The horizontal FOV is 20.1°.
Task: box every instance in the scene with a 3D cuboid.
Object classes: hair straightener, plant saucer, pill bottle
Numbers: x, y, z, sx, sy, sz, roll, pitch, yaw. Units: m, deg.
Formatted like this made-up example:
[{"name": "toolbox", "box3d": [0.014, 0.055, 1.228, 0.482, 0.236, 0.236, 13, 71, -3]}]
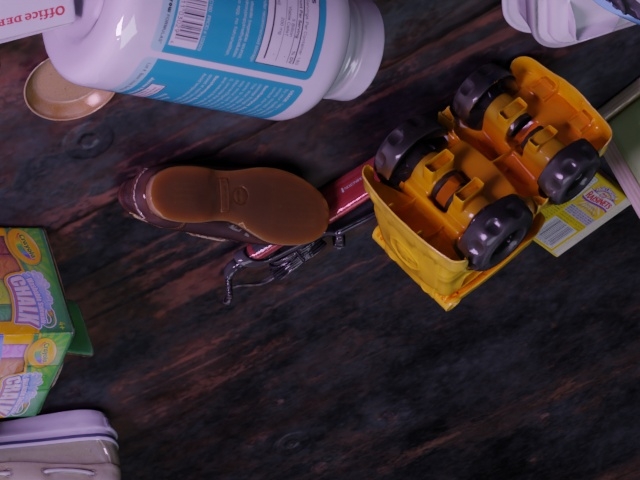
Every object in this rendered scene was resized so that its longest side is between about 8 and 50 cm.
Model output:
[{"name": "hair straightener", "box3d": [0.000, 0.000, 1.797, 0.230, 0.047, 0.089, -36, 144, 8]}, {"name": "plant saucer", "box3d": [-0.213, -0.136, 1.534, 0.083, 0.015, 0.083, -15, 143, -12]}, {"name": "pill bottle", "box3d": [-0.079, -0.176, 1.446, 0.264, 0.146, 0.146, 8, 134, -36]}]

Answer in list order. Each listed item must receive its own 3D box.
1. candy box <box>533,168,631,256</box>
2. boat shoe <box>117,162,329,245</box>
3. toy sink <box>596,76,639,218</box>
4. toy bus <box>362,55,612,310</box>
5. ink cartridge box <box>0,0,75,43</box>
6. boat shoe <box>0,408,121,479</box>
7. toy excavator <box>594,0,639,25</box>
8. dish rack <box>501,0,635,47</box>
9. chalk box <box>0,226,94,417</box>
[{"name": "candy box", "box3d": [0.237, -0.053, 1.885, 0.105, 0.027, 0.206, -39, 142, 16]}, {"name": "boat shoe", "box3d": [-0.091, -0.036, 1.695, 0.207, 0.073, 0.073, 12, 169, -35]}, {"name": "toy sink", "box3d": [0.408, -0.117, 1.793, 0.234, 0.153, 0.131, -37, 142, 20]}, {"name": "toy bus", "box3d": [0.158, -0.037, 1.736, 0.220, 0.149, 0.211, -38, 156, -18]}, {"name": "ink cartridge box", "box3d": [-0.236, -0.213, 1.334, 0.088, 0.052, 0.122, -18, 117, -30]}, {"name": "boat shoe", "box3d": [-0.354, 0.251, 1.884, 0.302, 0.094, 0.109, -12, 143, -13]}, {"name": "toy excavator", "box3d": [0.401, -0.339, 1.410, 0.445, 0.222, 0.433, 17, 111, -37]}, {"name": "dish rack", "box3d": [0.322, -0.297, 1.586, 0.333, 0.072, 0.285, -18, 145, -6]}, {"name": "chalk box", "box3d": [-0.309, 0.075, 1.653, 0.213, 0.132, 0.132, -1, 139, -30]}]
